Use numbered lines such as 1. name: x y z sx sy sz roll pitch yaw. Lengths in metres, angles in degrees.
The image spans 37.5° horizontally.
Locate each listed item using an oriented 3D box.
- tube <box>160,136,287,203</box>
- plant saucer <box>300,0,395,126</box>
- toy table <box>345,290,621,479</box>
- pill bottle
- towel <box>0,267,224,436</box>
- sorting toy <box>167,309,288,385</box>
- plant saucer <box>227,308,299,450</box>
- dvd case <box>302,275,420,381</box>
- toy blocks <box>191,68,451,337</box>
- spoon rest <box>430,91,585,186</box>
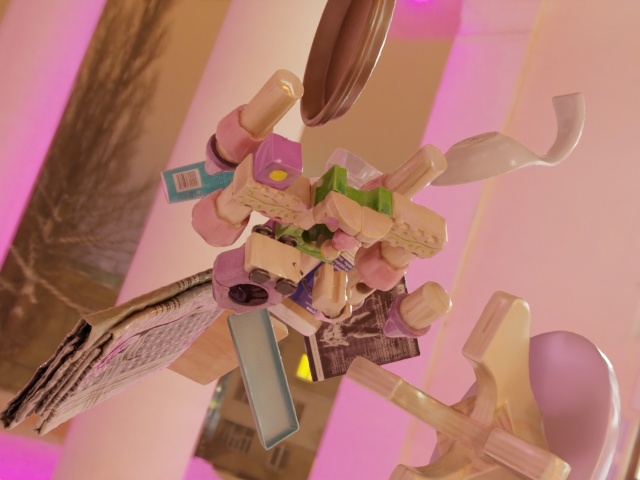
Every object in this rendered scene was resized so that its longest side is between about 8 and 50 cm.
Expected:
1. tube: -0.145 -0.105 1.491 0.207 0.080 0.052 -13 27 -13
2. plant saucer: 0.040 -0.285 1.297 0.041 0.278 0.278 16 -9 -16
3. toy table: 0.154 0.186 0.895 0.252 0.274 0.161 6 -24 45
4. pill bottle: 0.000 0.000 1.441 0.153 0.265 0.153 35 -5 3
5. towel: -0.257 0.150 1.306 0.324 0.056 0.312 -21 -17 -48
6. sorting toy: -0.252 0.190 2.099 0.255 0.089 0.257 -33 -42 19
7. plant saucer: -0.078 0.178 1.255 0.018 0.192 0.067 -2 16 45
8. dvd case: 0.074 0.171 1.834 0.221 0.164 0.018 -13 5 -10
9. toy blocks: -0.025 0.016 1.139 0.288 0.309 0.260 24 -42 -26
10. spoon rest: 0.269 -0.123 1.307 0.137 0.276 0.084 0 -66 57
